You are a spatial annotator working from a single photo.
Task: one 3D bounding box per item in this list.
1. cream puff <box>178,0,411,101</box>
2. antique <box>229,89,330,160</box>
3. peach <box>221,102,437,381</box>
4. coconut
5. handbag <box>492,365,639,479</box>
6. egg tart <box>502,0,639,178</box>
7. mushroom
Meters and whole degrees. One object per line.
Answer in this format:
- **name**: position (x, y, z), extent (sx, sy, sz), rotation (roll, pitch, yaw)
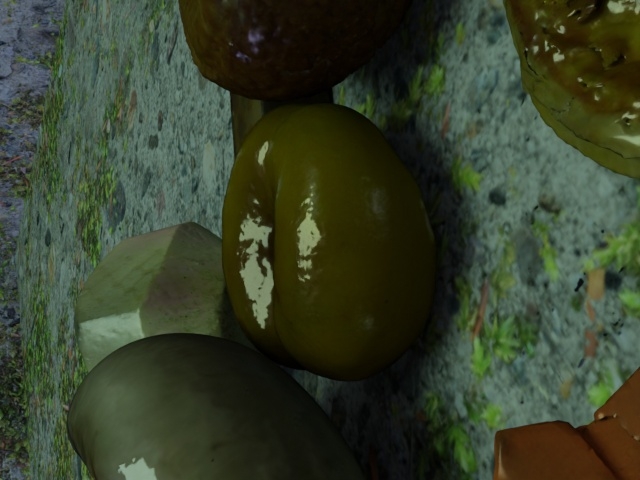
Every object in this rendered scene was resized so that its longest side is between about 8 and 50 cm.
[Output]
- **cream puff**: position (-0.020, -0.268, 0.752), extent (0.303, 0.212, 0.303), rotation (176, 90, -72)
- **antique**: position (-0.051, -0.208, 0.943), extent (0.093, 0.087, 0.309), rotation (-34, 58, 59)
- **peach**: position (0.000, 0.000, 0.745), extent (0.251, 0.153, 0.251), rotation (36, 134, 49)
- **coconut**: position (-0.178, 0.110, 1.016), extent (0.259, 0.259, 0.259), rotation (-10, 78, 63)
- **handbag**: position (0.078, 0.262, 0.351), extent (0.116, 0.410, 0.303), rotation (57, 180, -38)
- **egg tart**: position (0.209, -0.162, 0.398), extent (0.290, 0.115, 0.290), rotation (-10, 79, 60)
- **mushroom**: position (-0.106, 0.261, 0.722), extent (0.362, 0.295, 0.362), rotation (51, 161, 25)
